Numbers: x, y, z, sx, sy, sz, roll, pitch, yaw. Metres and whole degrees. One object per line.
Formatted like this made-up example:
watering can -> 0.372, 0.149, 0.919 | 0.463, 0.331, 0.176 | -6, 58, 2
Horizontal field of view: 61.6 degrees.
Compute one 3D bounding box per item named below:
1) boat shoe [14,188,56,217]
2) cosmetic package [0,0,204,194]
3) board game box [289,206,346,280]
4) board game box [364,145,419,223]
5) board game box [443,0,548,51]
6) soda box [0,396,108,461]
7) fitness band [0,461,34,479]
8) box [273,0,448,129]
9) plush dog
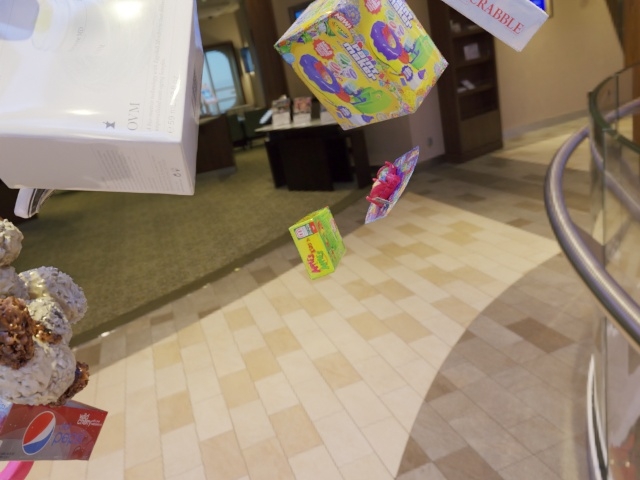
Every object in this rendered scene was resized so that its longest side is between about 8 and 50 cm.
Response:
boat shoe -> -0.566, -0.176, 1.202 | 0.113, 0.105, 0.306 | -22, 44, 63
cosmetic package -> -0.266, -0.185, 0.650 | 0.225, 0.224, 0.138 | 1, -21, -6
board game box -> 0.000, 0.000, 0.927 | 0.043, 0.092, 0.181 | -23, 6, 12
board game box -> 0.107, -0.099, 0.913 | 0.033, 0.133, 0.169 | 28, -10, -10
board game box -> 0.177, -0.450, 0.862 | 0.319, 0.066, 0.318 | 27, 31, -14
soda box -> -0.456, 0.297, 0.863 | 0.084, 0.092, 0.263 | 12, -19, 13
fitness band -> -0.637, 0.357, 0.957 | 0.291, 0.054, 0.208 | 1, 63, 10
box -> 0.095, -0.451, 1.305 | 0.279, 0.290, 0.177 | 1, 51, 56
plush dog -> -0.416, 0.123, 0.710 | 0.225, 0.262, 0.210 | 35, 68, 27
